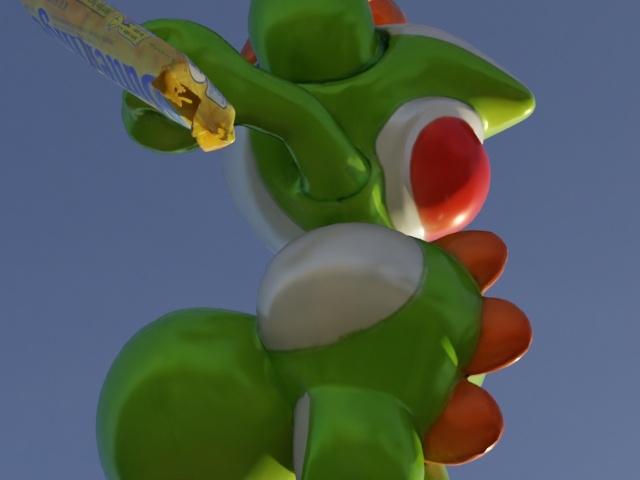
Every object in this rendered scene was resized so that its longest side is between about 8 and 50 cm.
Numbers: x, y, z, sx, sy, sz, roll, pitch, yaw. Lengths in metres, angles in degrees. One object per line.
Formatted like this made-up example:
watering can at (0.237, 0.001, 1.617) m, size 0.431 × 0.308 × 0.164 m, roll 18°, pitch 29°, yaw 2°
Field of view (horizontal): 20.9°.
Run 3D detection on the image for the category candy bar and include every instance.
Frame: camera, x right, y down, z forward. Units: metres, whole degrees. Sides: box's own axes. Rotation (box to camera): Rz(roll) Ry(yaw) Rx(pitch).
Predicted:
candy bar at (-0.075, -0.069, 0.600) m, size 0.018 × 0.161 × 0.040 m, roll -45°, pitch -52°, yaw -6°

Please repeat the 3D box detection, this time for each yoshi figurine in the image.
yoshi figurine at (-0.028, 0.000, 0.833) m, size 0.204 × 0.362 × 0.203 m, roll 19°, pitch -45°, yaw -25°
